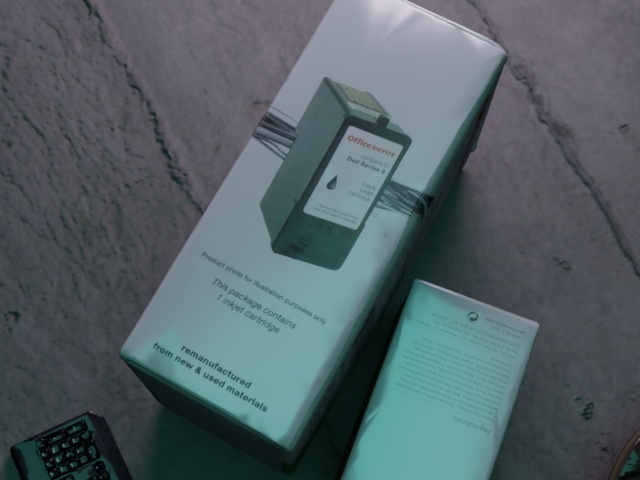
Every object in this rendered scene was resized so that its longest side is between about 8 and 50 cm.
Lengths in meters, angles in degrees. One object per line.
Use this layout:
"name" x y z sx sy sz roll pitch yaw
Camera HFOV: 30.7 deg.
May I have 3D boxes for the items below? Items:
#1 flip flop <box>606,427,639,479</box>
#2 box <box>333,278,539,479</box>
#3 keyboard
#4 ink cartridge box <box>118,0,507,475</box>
"flip flop" 0.229 0.241 0.816 0.112 0.080 0.277 16 90 -3
"box" 0.072 0.130 0.806 0.091 0.130 0.171 21 75 3
"keyboard" -0.165 0.224 0.822 0.100 0.038 0.192 -26 77 -8
"ink cartridge box" 0.000 0.000 0.797 0.121 0.211 0.289 28 75 7
